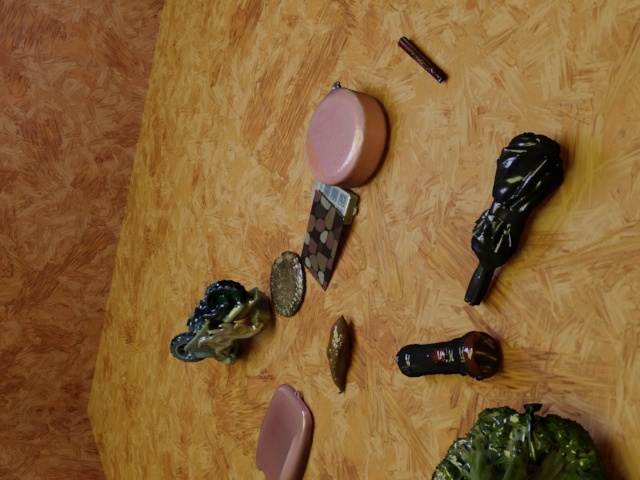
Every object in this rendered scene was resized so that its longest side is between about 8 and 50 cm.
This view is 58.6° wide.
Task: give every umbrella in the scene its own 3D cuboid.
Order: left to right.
[{"bbox_3d":[0.332,-0.028,1.030,0.118,0.118,0.341,43,128,48],"label":"umbrella"}]

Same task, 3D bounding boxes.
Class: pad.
[{"bbox_3d":[0.000,0.000,1.540,0.158,0.003,0.235,50,136,44],"label":"pad"}]

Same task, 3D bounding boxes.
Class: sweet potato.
[{"bbox_3d":[0.045,0.289,1.442,0.068,0.059,0.206,-69,-22,-78],"label":"sweet potato"}]

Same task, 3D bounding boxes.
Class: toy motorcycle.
[{"bbox_3d":[-0.309,0.273,1.801,0.410,0.236,0.169,-52,33,37],"label":"toy motorcycle"}]

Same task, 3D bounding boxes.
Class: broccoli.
[{"bbox_3d":[0.305,0.423,0.871,0.304,0.283,0.321,43,109,30],"label":"broccoli"}]

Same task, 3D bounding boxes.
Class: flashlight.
[{"bbox_3d":[0.243,0.233,1.137,0.232,0.092,0.093,-21,70,53],"label":"flashlight"}]

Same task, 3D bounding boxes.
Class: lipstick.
[{"bbox_3d":[0.226,-0.400,1.262,0.177,0.027,0.027,58,132,38],"label":"lipstick"}]

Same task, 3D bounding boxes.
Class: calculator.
[{"bbox_3d":[-0.111,0.578,1.652,0.220,0.048,0.330,35,113,52],"label":"calculator"}]

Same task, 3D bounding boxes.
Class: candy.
[{"bbox_3d":[0.060,-0.260,1.423,0.255,0.094,0.256,-10,77,53],"label":"candy"}]

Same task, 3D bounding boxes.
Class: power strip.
[{"bbox_3d":[0.034,-0.112,1.507,0.192,0.035,0.082,41,122,49],"label":"power strip"}]

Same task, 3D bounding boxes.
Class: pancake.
[{"bbox_3d":[-0.102,0.128,1.695,0.199,0.021,0.200,-6,82,55],"label":"pancake"}]
